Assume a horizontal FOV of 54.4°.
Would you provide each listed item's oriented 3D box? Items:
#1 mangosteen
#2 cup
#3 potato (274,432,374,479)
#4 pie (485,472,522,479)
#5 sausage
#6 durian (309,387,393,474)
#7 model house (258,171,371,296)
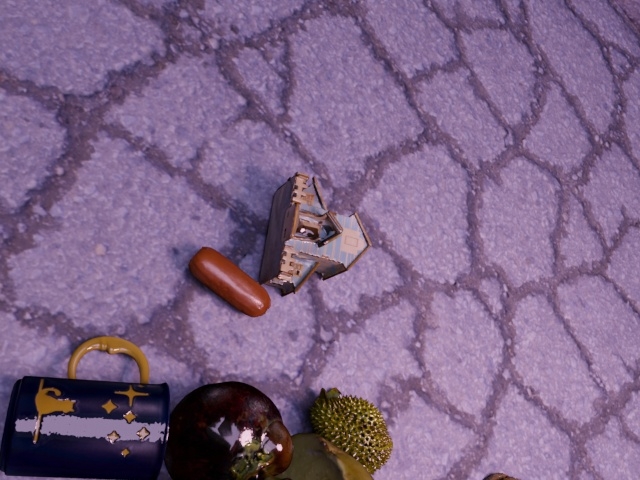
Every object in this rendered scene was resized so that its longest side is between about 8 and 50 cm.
[{"bbox_3d":[-0.155,0.385,1.135,0.231,0.289,0.231,-12,110,-35],"label":"mangosteen"},{"bbox_3d":[-0.419,0.311,1.124,0.256,0.255,0.178,11,110,-20],"label":"cup"},{"bbox_3d":[0.027,0.541,1.155,0.213,0.280,0.330,31,48,-32],"label":"potato"},{"bbox_3d":[0.433,0.643,1.467,0.193,0.079,0.163,-39,100,-30],"label":"pie"},{"bbox_3d":[-0.189,0.091,1.313,0.197,0.076,0.076,40,63,-13],"label":"sausage"},{"bbox_3d":[0.059,0.405,1.299,0.146,0.159,0.198,-40,95,-34],"label":"durian"},{"bbox_3d":[0.000,0.000,1.375,0.206,0.178,0.271,17,67,-22],"label":"model house"}]
